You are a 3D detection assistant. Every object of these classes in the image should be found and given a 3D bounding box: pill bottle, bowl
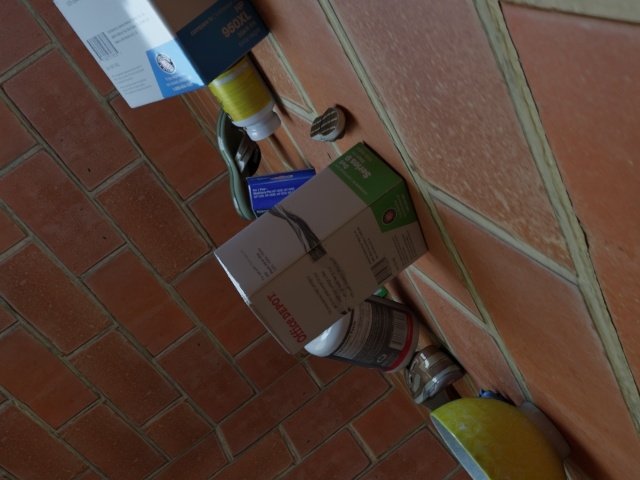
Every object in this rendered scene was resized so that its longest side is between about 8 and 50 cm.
[{"bbox_3d":[-0.157,-0.298,1.439,0.184,0.103,0.103,57,173,-30],"label":"pill bottle"},{"bbox_3d":[0.060,0.197,1.652,0.319,0.176,0.176,20,-167,-31],"label":"pill bottle"},{"bbox_3d":[0.344,0.378,1.249,0.289,0.156,0.289,52,173,9],"label":"bowl"}]

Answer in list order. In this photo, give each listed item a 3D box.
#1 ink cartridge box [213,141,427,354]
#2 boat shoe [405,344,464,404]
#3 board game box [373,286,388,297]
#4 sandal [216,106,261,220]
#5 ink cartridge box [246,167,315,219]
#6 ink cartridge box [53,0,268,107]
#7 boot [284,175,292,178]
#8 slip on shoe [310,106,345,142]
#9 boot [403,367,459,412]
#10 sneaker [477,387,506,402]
[{"bbox_3d":[0.007,0.018,1.114,0.121,0.289,0.211,48,172,36],"label":"ink cartridge box"},{"bbox_3d":[0.270,0.324,1.757,0.116,0.123,0.324,55,166,15],"label":"boat shoe"},{"bbox_3d":[0.083,0.091,2.019,0.242,0.064,0.316,52,174,8],"label":"board game box"},{"bbox_3d":[-0.189,-0.204,1.798,0.120,0.086,0.302,-26,-76,-69],"label":"sandal"},{"bbox_3d":[-0.080,-0.086,1.757,0.332,0.166,0.065,73,-171,-74],"label":"ink cartridge box"},{"bbox_3d":[-0.310,-0.434,1.131,0.286,0.166,0.394,3,134,51],"label":"ink cartridge box"},{"bbox_3d":[-0.062,-0.144,1.880,0.121,0.045,0.099,43,173,19],"label":"boot"},{"bbox_3d":[0.021,-0.176,1.106,0.041,0.051,0.135,14,176,-16],"label":"slip on shoe"},{"bbox_3d":[0.359,0.471,2.026,0.283,0.109,0.220,40,172,34],"label":"boot"},{"bbox_3d":[0.362,0.350,1.471,0.209,0.069,0.082,45,-142,-68],"label":"sneaker"}]
